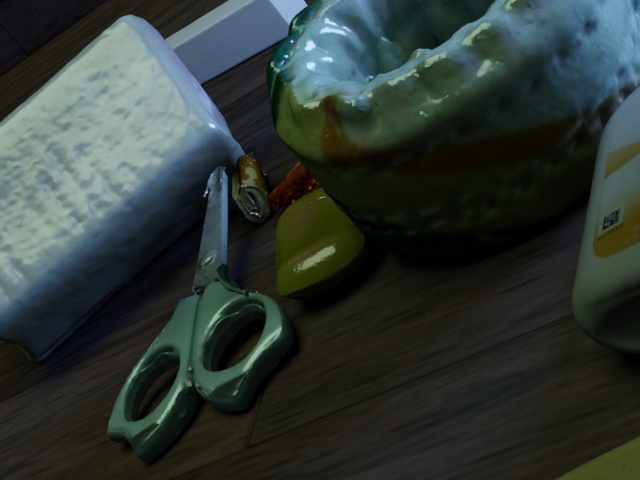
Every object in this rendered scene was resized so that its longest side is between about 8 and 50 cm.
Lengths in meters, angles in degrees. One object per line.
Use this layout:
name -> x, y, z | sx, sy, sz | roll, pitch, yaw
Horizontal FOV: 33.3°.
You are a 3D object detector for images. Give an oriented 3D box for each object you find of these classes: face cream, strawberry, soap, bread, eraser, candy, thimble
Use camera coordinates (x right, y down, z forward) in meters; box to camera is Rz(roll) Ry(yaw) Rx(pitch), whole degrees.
face cream -> 0.232, -0.058, 0.642 | 0.144, 0.071, 0.291 | -20, 30, 37
strawberry -> 0.008, -0.083, 1.045 | 0.152, 0.048, 0.104 | -33, 21, 6
soap -> 0.001, 0.001, 0.908 | 0.089, 0.045, 0.140 | -32, 26, 15
bread -> -0.072, -0.054, 1.108 | 0.036, 0.047, 0.083 | -28, 25, 10
eraser -> -0.159, -0.306, 1.643 | 0.298, 0.076, 0.078 | -21, 30, 35
candy -> -0.265, -0.059, 1.167 | 0.358, 0.208, 0.145 | -41, -20, -4
thimble -> 0.109, -0.129, 0.809 | 0.288, 0.167, 0.254 | -29, 35, 14

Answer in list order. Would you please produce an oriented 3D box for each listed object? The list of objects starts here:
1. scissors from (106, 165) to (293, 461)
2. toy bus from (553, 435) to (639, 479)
scissors -> -0.104, 0.036, 0.969 | 0.191, 0.029, 0.360 | -31, 34, 22
toy bus -> 0.163, 0.178, 0.204 | 0.201, 0.177, 0.365 | -32, 23, 3
